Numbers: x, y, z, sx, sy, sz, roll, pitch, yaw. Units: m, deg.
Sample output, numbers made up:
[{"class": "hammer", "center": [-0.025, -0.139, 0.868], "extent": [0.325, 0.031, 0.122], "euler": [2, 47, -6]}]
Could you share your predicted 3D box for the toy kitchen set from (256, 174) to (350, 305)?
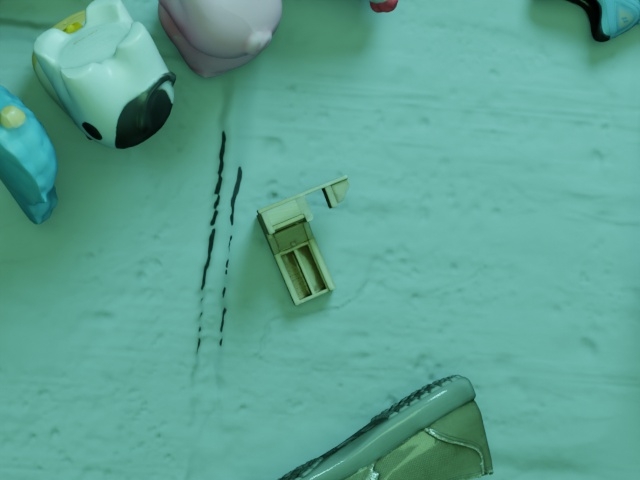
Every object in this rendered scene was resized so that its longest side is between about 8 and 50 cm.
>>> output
[{"class": "toy kitchen set", "center": [0.000, 0.000, 1.153], "extent": [0.068, 0.083, 0.075], "euler": [-23, 92, -4]}]

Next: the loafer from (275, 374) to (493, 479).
[{"class": "loafer", "center": [0.019, 0.193, 1.148], "extent": [0.251, 0.094, 0.087], "euler": [-33, 88, -4]}]

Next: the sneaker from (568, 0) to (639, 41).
[{"class": "sneaker", "center": [0.178, -0.213, 1.180], "extent": [0.073, 0.063, 0.162], "euler": [-43, 93, 0]}]

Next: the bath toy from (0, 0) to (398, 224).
[{"class": "bath toy", "center": [-0.083, -0.147, 1.129], "extent": [0.348, 0.151, 0.129], "euler": [-34, 131, -7]}]
